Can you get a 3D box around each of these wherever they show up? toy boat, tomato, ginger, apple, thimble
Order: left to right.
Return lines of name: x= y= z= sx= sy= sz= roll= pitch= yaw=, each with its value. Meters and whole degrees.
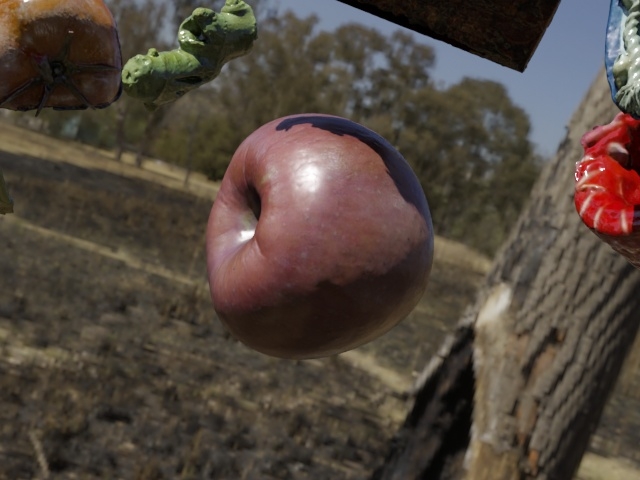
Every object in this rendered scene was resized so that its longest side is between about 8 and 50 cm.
tomato: x=-0.371 y=-0.279 z=1.523 sx=0.214 sy=0.155 sz=0.181 roll=-10 pitch=44 yaw=-25
ginger: x=-0.223 y=-0.322 z=1.927 sx=0.089 sy=0.290 sz=0.137 roll=42 pitch=-24 yaw=18
apple: x=0.000 y=0.000 z=1.315 sx=0.235 sy=0.306 sz=0.305 roll=17 pitch=3 yaw=-26
toy boat: x=0.246 y=-0.208 z=0.794 sx=0.067 sy=0.221 sz=0.291 roll=11 pitch=-4 yaw=13
thimble: x=0.327 y=-0.049 z=0.987 sx=0.125 sy=0.163 sz=0.189 roll=33 pitch=-32 yaw=-26

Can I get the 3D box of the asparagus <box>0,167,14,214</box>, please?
asparagus: x=-0.483 y=-0.074 z=1.665 sx=0.045 sy=0.041 sz=0.178 roll=30 pitch=-26 yaw=11

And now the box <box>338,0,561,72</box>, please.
box: x=0.193 y=-0.418 z=1.241 sx=0.264 sy=0.415 sz=0.116 roll=20 pitch=34 yaw=-4
